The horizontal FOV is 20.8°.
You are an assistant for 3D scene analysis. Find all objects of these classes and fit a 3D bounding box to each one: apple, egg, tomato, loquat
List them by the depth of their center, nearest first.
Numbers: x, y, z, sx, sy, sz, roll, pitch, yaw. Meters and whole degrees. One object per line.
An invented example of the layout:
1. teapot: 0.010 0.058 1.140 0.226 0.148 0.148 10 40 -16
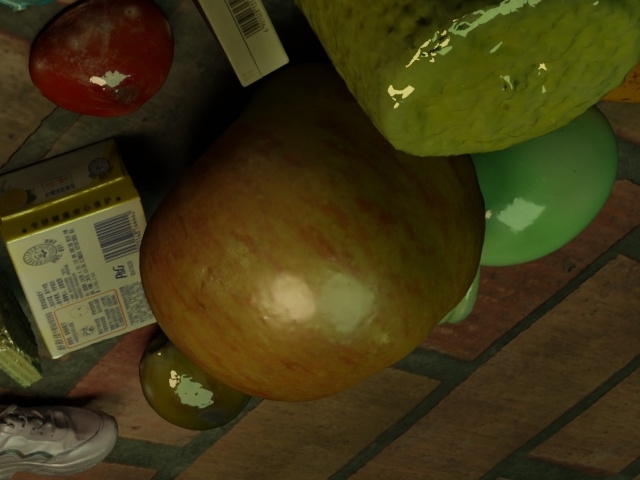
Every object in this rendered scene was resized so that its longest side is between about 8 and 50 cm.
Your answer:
1. tomato: -0.226 -0.180 1.851 0.159 0.091 0.139 -26 146 7
2. apple: 0.000 0.000 1.961 0.400 0.333 0.400 -53 -179 2
3. egg: 0.238 -0.083 2.157 0.270 0.220 0.220 -18 146 -7
4. loquat: -0.168 0.179 2.345 0.152 0.152 0.195 -34 138 14

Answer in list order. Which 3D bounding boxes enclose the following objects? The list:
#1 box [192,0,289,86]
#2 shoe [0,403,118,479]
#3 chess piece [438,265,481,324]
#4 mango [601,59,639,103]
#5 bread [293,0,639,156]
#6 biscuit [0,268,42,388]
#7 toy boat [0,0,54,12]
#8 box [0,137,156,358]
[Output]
1. box: -0.108 -0.266 1.760 0.058 0.141 0.201 -30 148 -1
2. shoe: -0.397 0.260 2.353 0.245 0.095 0.137 -12 148 -7
3. chess piece: 0.049 0.023 2.279 0.298 0.176 0.176 3 140 -15
4. mango: 0.385 -0.249 2.086 0.290 0.160 0.191 -12 154 -11
5. bread: 0.155 -0.267 1.772 0.348 0.308 0.348 -20 148 -13
6. biscuit: -0.399 0.066 2.031 0.046 0.147 0.250 -25 147 4
7. toy boat: -0.327 -0.281 1.673 0.102 0.088 0.215 -1 159 31
8. box: -0.284 0.013 2.075 0.168 0.097 0.265 -20 146 -7
